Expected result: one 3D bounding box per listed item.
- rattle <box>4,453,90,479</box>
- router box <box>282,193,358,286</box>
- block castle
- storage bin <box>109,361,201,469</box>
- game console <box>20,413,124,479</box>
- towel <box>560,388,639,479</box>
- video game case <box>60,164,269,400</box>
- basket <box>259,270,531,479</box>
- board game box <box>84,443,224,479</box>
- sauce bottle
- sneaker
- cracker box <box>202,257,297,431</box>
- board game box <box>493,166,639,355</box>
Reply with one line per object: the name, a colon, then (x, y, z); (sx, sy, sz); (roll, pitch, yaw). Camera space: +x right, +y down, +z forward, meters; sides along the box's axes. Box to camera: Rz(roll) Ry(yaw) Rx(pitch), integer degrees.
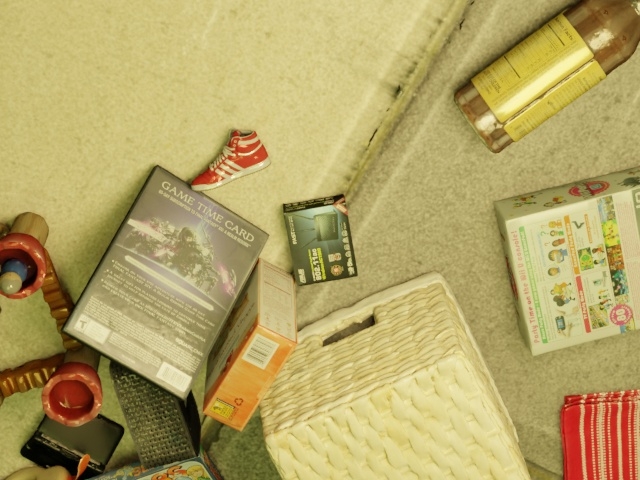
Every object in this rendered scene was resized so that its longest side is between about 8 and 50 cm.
rattle: (-0.408, 0.415, 2.004); (0.200, 0.130, 0.142); (-24, 105, 8)
router box: (0.000, 0.000, 1.903); (0.092, 0.038, 0.122); (-10, 112, 2)
block castle: (-0.557, 0.161, 1.847); (0.453, 0.213, 0.303); (-16, 112, 4)
storage bin: (-0.242, 0.232, 1.940); (0.084, 0.122, 0.180); (-15, 112, 3)
game console: (-0.384, 0.311, 2.026); (0.122, 0.071, 0.107); (31, 138, -14)
towel: (0.514, 0.323, 2.068); (0.275, 0.031, 0.198); (-5, 113, -1)
video game case: (-0.212, 0.058, 1.835); (0.196, 0.026, 0.274); (32, 67, -15)
basket: (0.107, 0.285, 1.907); (0.328, 0.266, 0.331); (-24, 113, 6)
board game box: (-0.255, 0.391, 2.030); (0.201, 0.035, 0.136); (-21, 131, 6)
sauce bottle: (0.347, -0.255, 1.779); (0.344, 0.111, 0.111); (-34, 110, 10)
sneaker: (-0.135, -0.116, 1.847); (0.118, 0.042, 0.067); (-22, 116, -2)
cracker box: (-0.099, 0.141, 1.851); (0.067, 0.232, 0.155); (28, 108, -12)
board game box: (0.425, 0.019, 1.904); (0.303, 0.097, 0.224); (-14, 111, 1)
